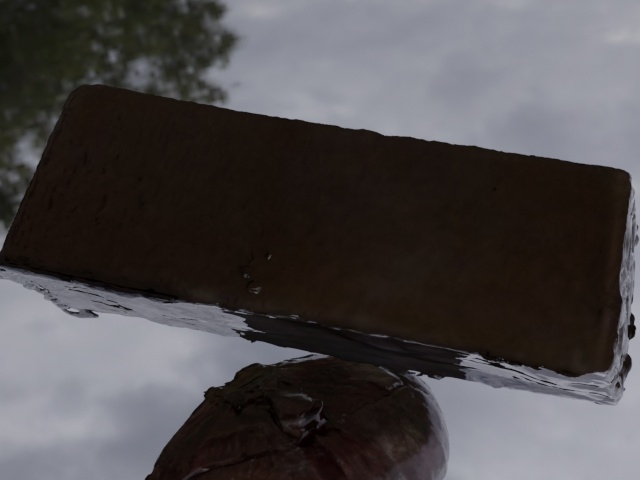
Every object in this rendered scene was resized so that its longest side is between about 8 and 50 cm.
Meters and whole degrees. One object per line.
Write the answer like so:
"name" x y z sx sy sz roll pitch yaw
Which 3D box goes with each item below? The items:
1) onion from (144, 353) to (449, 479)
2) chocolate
"onion" 0.006 0.141 0.890 0.098 0.151 0.206 -2 -156 44
"chocolate" 0.000 0.000 0.809 0.321 0.111 0.112 9 167 16
